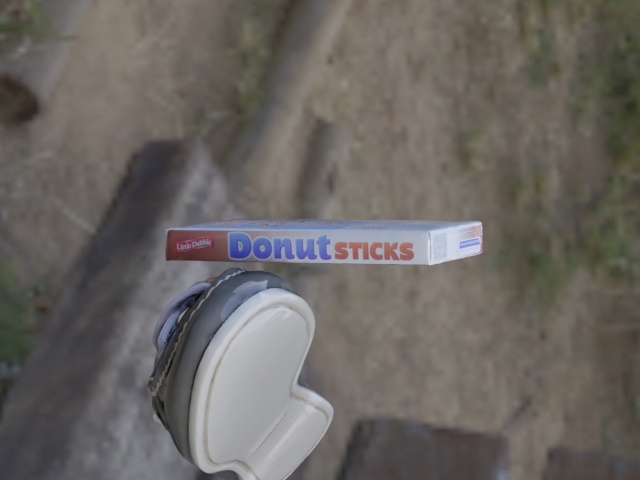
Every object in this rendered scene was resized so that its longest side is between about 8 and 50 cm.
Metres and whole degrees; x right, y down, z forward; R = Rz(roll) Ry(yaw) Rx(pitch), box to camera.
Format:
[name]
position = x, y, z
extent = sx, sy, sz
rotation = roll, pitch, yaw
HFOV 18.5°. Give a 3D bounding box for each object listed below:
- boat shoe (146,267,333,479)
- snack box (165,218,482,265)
[boat shoe]
position = -0.064, 0.080, 1.203
extent = 0.112, 0.095, 0.335
rotation = -50, 165, -11
[snack box]
position = 0.000, 0.000, 1.132
extent = 0.064, 0.178, 0.022
rotation = -12, 101, -58
